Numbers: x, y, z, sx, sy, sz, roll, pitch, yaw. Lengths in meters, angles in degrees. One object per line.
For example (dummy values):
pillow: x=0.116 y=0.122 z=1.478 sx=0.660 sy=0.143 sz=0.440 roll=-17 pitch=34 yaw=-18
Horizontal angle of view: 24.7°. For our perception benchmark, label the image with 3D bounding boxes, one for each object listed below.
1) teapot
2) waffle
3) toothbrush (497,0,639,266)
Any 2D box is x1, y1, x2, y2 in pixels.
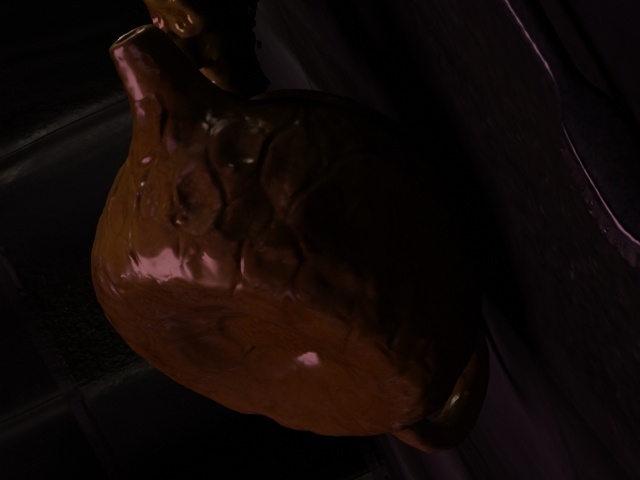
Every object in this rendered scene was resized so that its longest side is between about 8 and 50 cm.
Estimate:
teapot: x=0.000 y=0.000 z=0.780 sx=0.203 sy=0.167 sz=0.311 roll=-11 pitch=139 yaw=45
waffle: x=-0.082 y=-0.198 z=0.869 sx=0.282 sy=0.058 sz=0.301 roll=71 pitch=-173 yaw=-55
toothbrush: x=0.028 y=-0.130 z=0.459 sx=0.031 sy=0.023 sz=0.321 roll=85 pitch=160 yaw=-71
